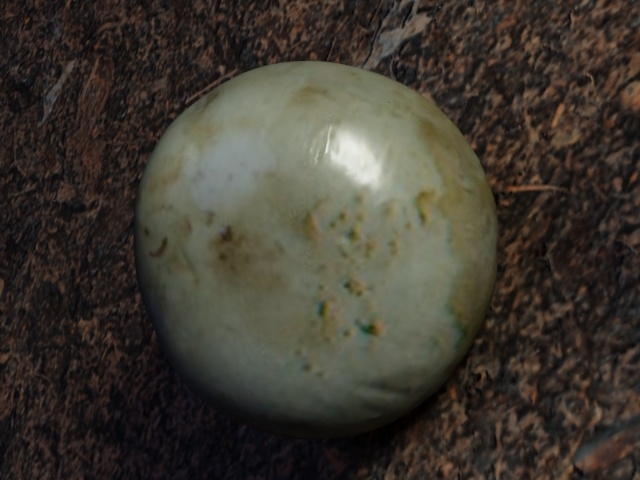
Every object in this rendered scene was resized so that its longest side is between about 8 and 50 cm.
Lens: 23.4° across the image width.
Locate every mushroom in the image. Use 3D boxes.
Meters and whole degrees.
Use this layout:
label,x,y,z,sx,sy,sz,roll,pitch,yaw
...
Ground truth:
label,x,y,z,sx,sy,sz,roll,pitch,yaw
mushroom,0.000,0.000,1.021,0.243,0.243,0.243,-29,49,39
